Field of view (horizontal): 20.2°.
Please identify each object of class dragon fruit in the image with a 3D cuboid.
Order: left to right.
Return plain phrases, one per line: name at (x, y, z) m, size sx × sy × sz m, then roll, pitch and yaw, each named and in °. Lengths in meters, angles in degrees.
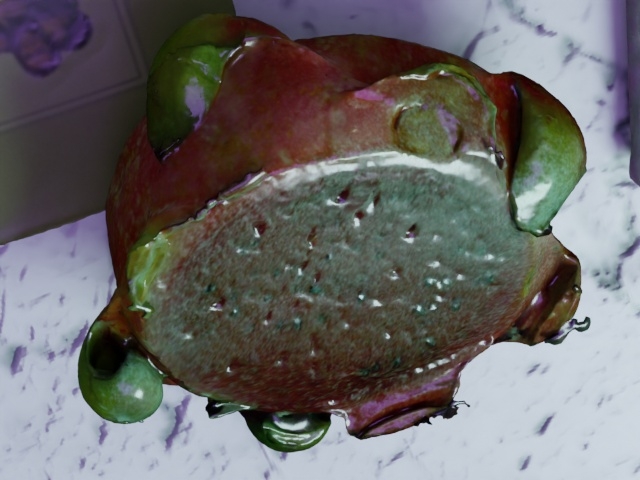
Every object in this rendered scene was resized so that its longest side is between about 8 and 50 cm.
dragon fruit at (0.000, 0.000, 0.970) m, size 0.295 × 0.130 × 0.268 m, roll -19°, pitch 137°, yaw -2°

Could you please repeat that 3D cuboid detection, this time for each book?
book at (-0.182, -0.168, 0.941) m, size 0.239 × 0.035 × 0.352 m, roll -19°, pitch 115°, yaw -5°

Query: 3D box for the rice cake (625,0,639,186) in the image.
rice cake at (0.192, -0.151, 0.995) m, size 0.055 × 0.049 × 0.269 m, roll -16°, pitch 113°, yaw -22°
